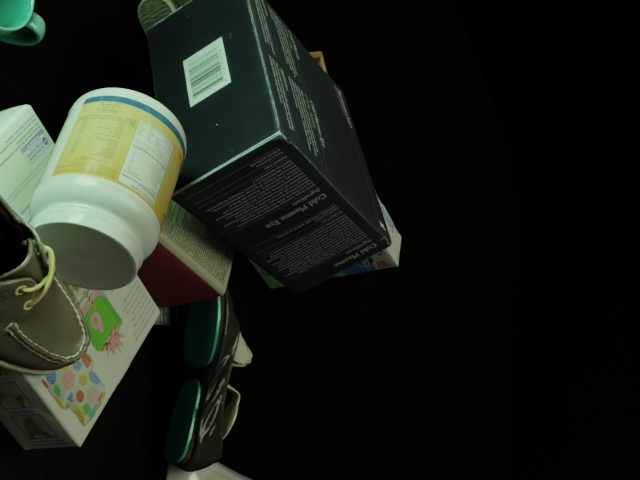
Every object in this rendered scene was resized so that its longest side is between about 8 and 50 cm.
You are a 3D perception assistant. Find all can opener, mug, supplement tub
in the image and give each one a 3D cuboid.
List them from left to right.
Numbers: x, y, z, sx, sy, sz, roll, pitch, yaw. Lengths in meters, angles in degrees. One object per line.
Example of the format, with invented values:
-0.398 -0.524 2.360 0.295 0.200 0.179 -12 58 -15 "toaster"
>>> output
-0.407 -0.281 1.016 0.157 0.097 0.129 68 26 -24 "mug"
-0.242 -0.059 0.997 0.144 0.144 0.199 54 35 -43 "supplement tub"
-0.193 0.162 1.363 0.059 0.073 0.186 141 -52 -74 "can opener"

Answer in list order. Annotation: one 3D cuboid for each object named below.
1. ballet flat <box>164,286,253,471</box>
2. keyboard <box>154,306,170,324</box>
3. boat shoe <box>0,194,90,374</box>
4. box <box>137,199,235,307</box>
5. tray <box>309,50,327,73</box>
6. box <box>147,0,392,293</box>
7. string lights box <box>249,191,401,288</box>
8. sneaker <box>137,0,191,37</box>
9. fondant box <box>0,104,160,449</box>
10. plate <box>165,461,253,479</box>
-0.159 0.198 1.292 0.096 0.095 0.280 19 80 -41 "ballet flat"
-0.256 0.000 1.326 0.072 0.014 0.256 14 68 -63 "keyboard"
-0.322 0.022 0.854 0.324 0.097 0.116 58 33 -37 "boat shoe"
-0.234 -0.030 1.226 0.232 0.127 0.148 47 42 -41 "box"
-0.080 -0.258 1.738 0.411 0.076 0.202 -33 110 -64 "tray"
-0.076 -0.151 1.284 0.312 0.179 0.343 41 27 -47 "box"
0.000 0.000 1.578 0.133 0.260 0.076 56 33 -40 "string lights box"
-0.218 -0.311 1.451 0.118 0.083 0.222 -70 147 -60 "sneaker"
-0.343 0.045 1.025 0.330 0.096 0.238 63 30 -29 "fondant box"
-0.151 0.471 1.324 0.277 0.045 0.278 47 39 -48 "plate"
